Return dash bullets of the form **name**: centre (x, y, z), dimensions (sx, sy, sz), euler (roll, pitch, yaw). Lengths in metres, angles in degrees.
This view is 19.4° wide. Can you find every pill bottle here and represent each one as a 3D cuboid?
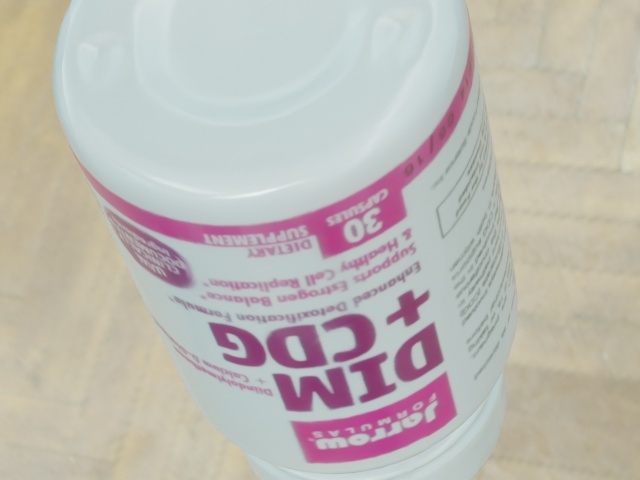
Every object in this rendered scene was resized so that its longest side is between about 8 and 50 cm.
- **pill bottle**: centre (0.000, 0.000, 0.800), dimensions (0.160, 0.283, 0.160), euler (-6, 54, 9)
